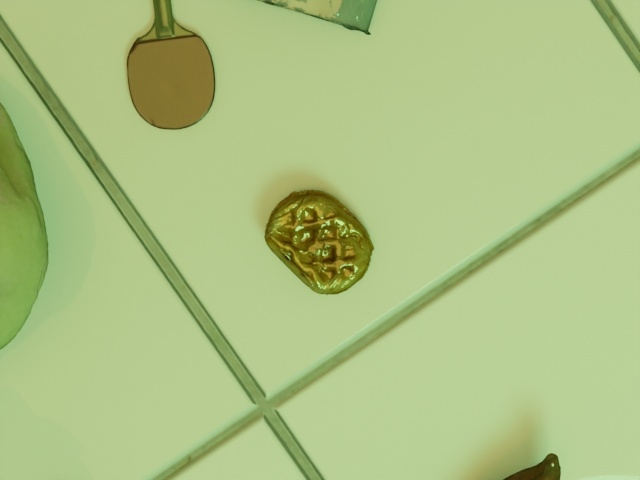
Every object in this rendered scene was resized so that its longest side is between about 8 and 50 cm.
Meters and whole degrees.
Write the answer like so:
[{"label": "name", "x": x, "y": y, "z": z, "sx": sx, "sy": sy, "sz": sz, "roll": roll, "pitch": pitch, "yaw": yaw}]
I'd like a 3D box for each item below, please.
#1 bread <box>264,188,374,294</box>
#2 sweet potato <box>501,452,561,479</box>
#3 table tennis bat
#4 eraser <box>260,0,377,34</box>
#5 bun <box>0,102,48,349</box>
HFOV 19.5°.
[{"label": "bread", "x": 0.000, "y": 0.000, "z": 1.825, "sx": 0.111, "sy": 0.044, "sz": 0.083, "roll": 43, "pitch": 92, "yaw": -3}, {"label": "sweet potato", "x": 0.112, "y": 0.338, "z": 1.826, "sx": 0.355, "sy": 0.095, "sz": 0.106, "roll": -38, "pitch": 137, "yaw": 7}, {"label": "table tennis bat", "x": -0.150, "y": -0.187, "z": 1.832, "sx": 0.087, "sy": 0.013, "sz": 0.156, "roll": -7, "pitch": 96, "yaw": 6}, {"label": "eraser", "x": -0.003, "y": -0.329, "z": 1.778, "sx": 0.174, "sy": 0.081, "sz": 0.227, "roll": 16, "pitch": 95, "yaw": -2}, {"label": "bun", "x": -0.413, "y": -0.001, "z": 1.766, "sx": 0.361, "sy": 0.213, "sz": 0.361, "roll": -1, "pitch": 86, "yaw": 17}]
